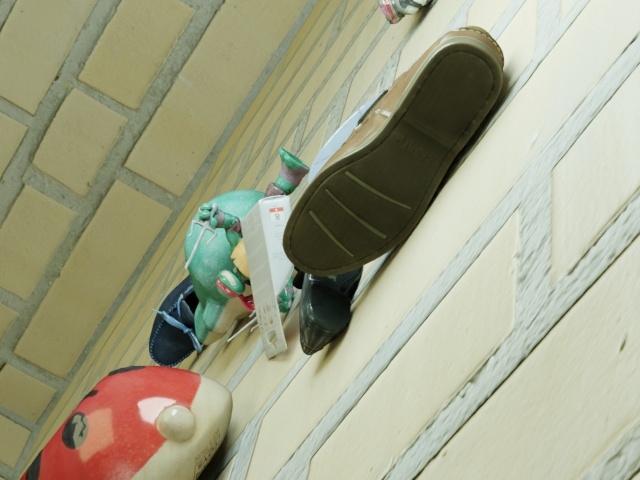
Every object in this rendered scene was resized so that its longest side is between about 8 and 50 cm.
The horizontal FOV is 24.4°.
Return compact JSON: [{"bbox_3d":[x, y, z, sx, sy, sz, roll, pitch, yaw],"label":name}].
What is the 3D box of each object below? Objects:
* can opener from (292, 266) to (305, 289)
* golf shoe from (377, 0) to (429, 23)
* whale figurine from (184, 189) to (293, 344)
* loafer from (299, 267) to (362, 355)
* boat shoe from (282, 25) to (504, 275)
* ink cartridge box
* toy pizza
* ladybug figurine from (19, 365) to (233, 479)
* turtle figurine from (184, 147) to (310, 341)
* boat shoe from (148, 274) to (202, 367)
[{"bbox_3d":[0.000,0.000,1.771,0.186,0.073,0.059,119,168,-60],"label":"can opener"},{"bbox_3d":[0.141,-0.369,2.133,0.086,0.067,0.186,-20,23,23],"label":"golf shoe"},{"bbox_3d":[-0.137,0.037,2.095,0.272,0.141,0.216,-55,10,52],"label":"whale figurine"},{"bbox_3d":[0.003,0.052,1.596,0.061,0.062,0.170,-59,8,37],"label":"loafer"},{"bbox_3d":[0.081,-0.088,1.515,0.307,0.111,0.104,-46,11,21],"label":"boat shoe"},{"bbox_3d":[-0.052,0.046,1.777,0.145,0.045,0.179,141,117,-75],"label":"ink cartridge box"},{"bbox_3d":[0.069,-0.114,1.706,0.201,0.032,0.201,-36,22,17],"label":"toy pizza"},{"bbox_3d":[-0.259,0.284,1.814,0.305,0.162,0.449,-51,1,-41],"label":"ladybug figurine"},{"bbox_3d":[-0.080,0.006,1.914,0.234,0.175,0.118,-51,-7,8],"label":"turtle figurine"},{"bbox_3d":[-0.197,0.102,2.320,0.258,0.109,0.089,-58,13,23],"label":"boat shoe"}]
